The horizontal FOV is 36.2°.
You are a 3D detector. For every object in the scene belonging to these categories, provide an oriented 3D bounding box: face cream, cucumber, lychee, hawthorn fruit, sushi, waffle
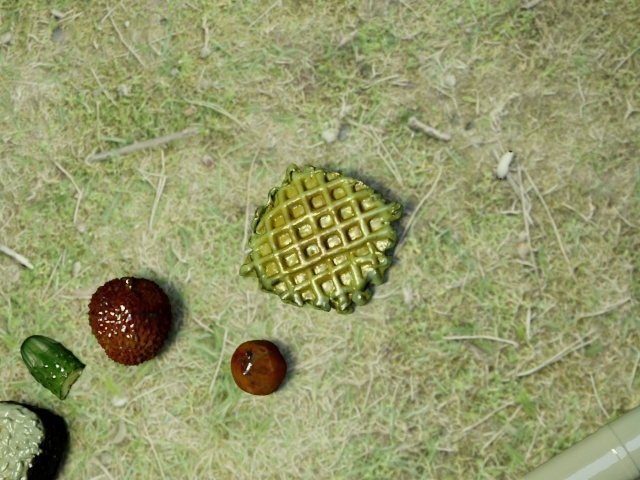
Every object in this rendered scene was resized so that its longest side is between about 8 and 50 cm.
[{"bbox_3d":[0.384,0.270,1.252,0.250,0.077,0.077,-34,75,6],"label":"face cream"},{"bbox_3d":[-0.414,0.184,1.473,0.107,0.035,0.067,33,90,18],"label":"cucumber"},{"bbox_3d":[-0.275,0.116,1.411,0.123,0.123,0.129,14,92,15],"label":"lychee"},{"bbox_3d":[-0.092,0.176,1.369,0.081,0.093,0.081,-3,78,14],"label":"hawthorn fruit"},{"bbox_3d":[-0.461,0.344,1.408,0.136,0.126,0.225,17,83,15],"label":"sushi"},{"bbox_3d":[0.000,0.000,1.401,0.214,0.054,0.207,24,90,13],"label":"waffle"}]
